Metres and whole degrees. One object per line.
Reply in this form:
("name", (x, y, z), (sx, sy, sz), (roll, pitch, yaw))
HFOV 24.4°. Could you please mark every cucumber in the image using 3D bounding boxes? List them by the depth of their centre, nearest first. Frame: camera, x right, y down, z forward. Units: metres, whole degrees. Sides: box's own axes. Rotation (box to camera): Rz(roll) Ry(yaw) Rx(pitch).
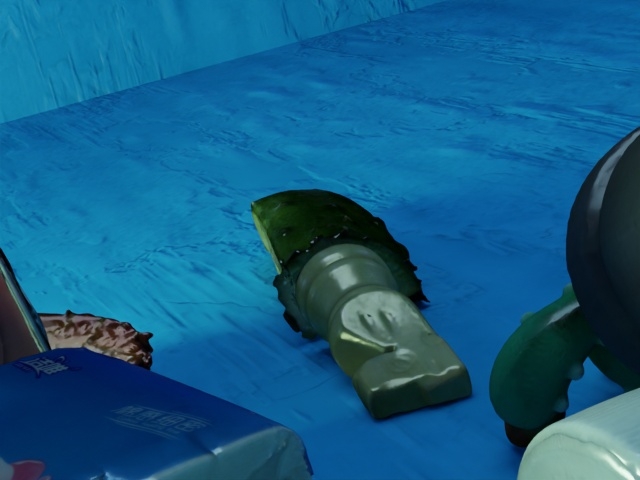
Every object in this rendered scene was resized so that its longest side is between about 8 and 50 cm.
("cucumber", (0.002, -0.002, 1.476), (0.145, 0.105, 0.325), (-15, 13, -7))

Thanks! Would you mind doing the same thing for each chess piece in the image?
("chess piece", (0.050, 0.079, 1.212), (0.090, 0.090, 0.200), (-16, 28, -13))

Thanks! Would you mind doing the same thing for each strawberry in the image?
("strawberry", (-0.238, 0.123, 1.285), (0.188, 0.082, 0.121), (-1, 43, -3))

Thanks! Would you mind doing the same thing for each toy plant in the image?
("toy plant", (0.238, 0.022, 0.948), (0.279, 0.185, 0.400), (-44, -9, -11))

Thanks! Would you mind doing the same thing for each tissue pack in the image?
("tissue pack", (-0.152, 0.164, 0.950), (0.209, 0.137, 0.269), (-21, 17, -31))

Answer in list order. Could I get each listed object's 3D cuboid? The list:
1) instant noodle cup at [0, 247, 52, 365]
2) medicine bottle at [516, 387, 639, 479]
("instant noodle cup", (-0.351, 0.081, 1.139), (0.255, 0.244, 0.244), (-27, 19, -11))
("medicine bottle", (0.275, 0.119, 0.682), (0.332, 0.190, 0.190), (-17, 17, -16))
